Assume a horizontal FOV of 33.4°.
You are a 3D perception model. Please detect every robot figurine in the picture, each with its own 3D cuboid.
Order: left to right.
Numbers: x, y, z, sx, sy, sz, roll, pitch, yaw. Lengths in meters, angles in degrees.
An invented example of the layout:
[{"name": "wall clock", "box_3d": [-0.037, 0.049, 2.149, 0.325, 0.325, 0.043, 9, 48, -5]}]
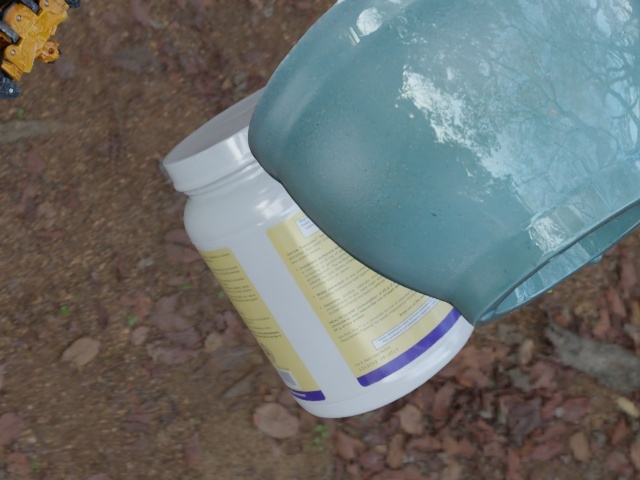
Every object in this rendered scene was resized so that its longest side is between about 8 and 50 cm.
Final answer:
[{"name": "robot figurine", "box_3d": [-0.400, -0.293, 1.170, 0.291, 0.085, 0.211, 44, 69, -41]}]

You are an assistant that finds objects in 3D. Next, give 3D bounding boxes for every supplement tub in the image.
[{"name": "supplement tub", "box_3d": [0.000, 0.000, 1.176, 0.241, 0.241, 0.331, -41, 109, -32]}]

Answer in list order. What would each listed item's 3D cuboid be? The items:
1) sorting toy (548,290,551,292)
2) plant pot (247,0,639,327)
[{"name": "sorting toy", "box_3d": [0.224, 0.007, 1.049, 0.062, 0.012, 0.083, -22, 97, -38]}, {"name": "plant pot", "box_3d": [0.124, -0.065, 0.743, 0.293, 0.293, 0.196, -24, 73, -34]}]
